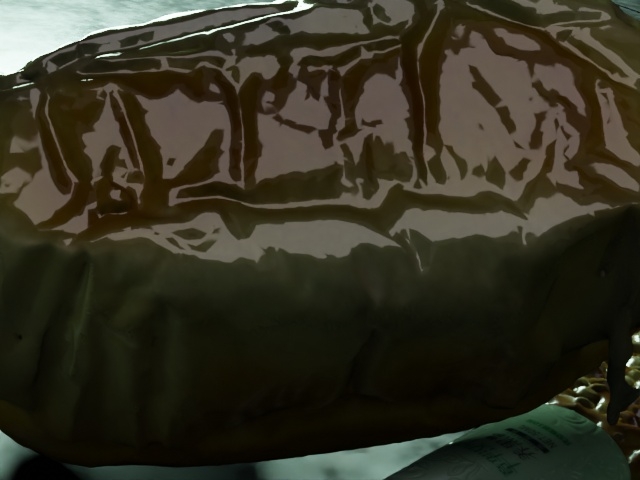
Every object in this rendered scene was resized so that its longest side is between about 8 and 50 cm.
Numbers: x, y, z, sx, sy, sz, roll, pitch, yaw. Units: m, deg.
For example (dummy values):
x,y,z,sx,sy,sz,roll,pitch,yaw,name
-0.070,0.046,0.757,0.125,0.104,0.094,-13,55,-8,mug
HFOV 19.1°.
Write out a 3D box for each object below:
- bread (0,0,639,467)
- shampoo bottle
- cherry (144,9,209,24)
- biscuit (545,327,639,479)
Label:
x,y,z,sx,sy,sz,roll,pitch,yaw,name
0.000,-0.010,0.918,0.388,0.183,0.236,-2,49,-8,bread
0.061,0.117,0.865,0.190,0.041,0.069,-12,37,-45,shampoo bottle
-0.080,-0.069,1.168,0.176,0.140,0.176,0,32,0,cherry
0.208,0.071,1.060,0.305,0.038,0.305,8,20,-3,biscuit
